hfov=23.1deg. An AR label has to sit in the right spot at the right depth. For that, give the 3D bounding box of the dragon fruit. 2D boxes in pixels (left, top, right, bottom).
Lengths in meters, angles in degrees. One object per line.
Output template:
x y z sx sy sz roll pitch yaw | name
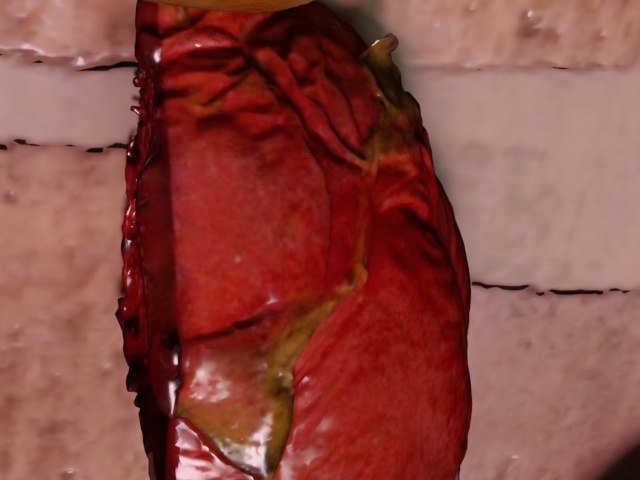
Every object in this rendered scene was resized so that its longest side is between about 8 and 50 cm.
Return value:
0.001 0.001 0.454 0.127 0.120 0.161 -7 122 -18 | dragon fruit

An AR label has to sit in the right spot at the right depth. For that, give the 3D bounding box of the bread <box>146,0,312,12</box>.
-0.038 -0.119 0.379 0.129 0.044 0.126 8 104 -13 | bread
